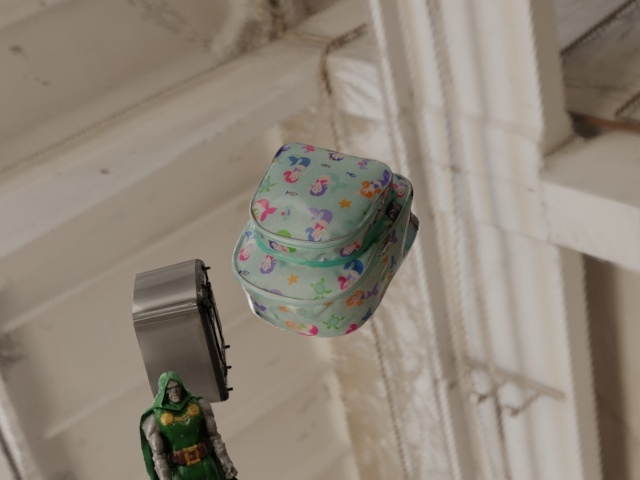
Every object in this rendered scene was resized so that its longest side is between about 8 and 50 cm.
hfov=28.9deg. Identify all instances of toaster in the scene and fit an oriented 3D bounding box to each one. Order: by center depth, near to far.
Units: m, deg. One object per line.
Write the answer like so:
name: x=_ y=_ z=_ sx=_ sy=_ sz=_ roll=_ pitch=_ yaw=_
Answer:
toaster: x=-0.195 y=0.125 z=1.752 sx=0.110 sy=0.168 sz=0.185 roll=-12 pitch=-66 yaw=-2

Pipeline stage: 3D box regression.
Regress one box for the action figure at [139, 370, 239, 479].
action figure: x=-0.132 y=0.248 z=1.298 sx=0.137 sy=0.063 sz=0.232 roll=-18 pitch=-83 yaw=-24

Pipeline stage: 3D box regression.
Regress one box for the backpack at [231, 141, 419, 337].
backpack: x=0.000 y=0.000 z=1.721 sx=0.253 sy=0.225 sz=0.191 roll=-63 pitch=-26 yaw=-24
